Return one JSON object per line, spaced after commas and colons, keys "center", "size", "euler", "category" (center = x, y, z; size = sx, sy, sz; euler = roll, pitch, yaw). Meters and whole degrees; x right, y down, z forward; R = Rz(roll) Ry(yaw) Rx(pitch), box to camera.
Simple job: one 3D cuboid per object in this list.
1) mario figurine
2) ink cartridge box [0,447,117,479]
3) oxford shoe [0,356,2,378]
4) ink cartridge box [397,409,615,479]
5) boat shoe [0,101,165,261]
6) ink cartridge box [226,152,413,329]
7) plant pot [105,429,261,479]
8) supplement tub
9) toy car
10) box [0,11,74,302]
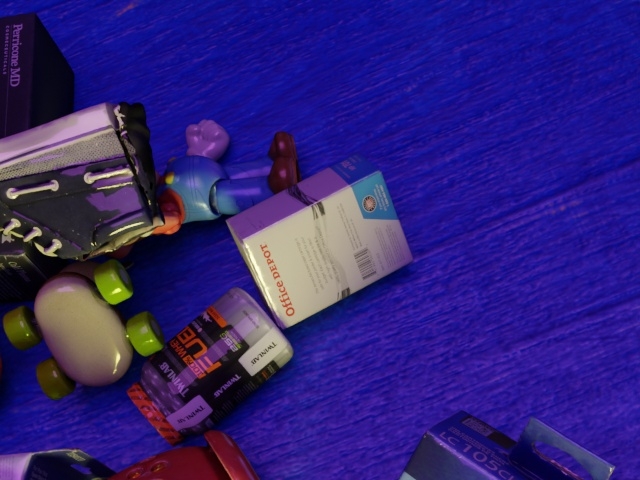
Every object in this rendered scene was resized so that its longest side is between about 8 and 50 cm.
{"center": [-0.188, -0.082, 1.714], "size": [0.320, 0.198, 0.170], "euler": [-11, 81, 0], "category": "mario figurine"}
{"center": [-0.359, 0.292, 1.579], "size": [0.223, 0.223, 0.045], "euler": [-6, 69, 8], "category": "ink cartridge box"}
{"center": [-0.476, 0.121, 1.624], "size": [0.132, 0.364, 0.130], "euler": [25, 37, 27], "category": "oxford shoe"}
{"center": [0.178, 0.368, 1.429], "size": [0.270, 0.151, 0.396], "euler": [31, 103, 18], "category": "ink cartridge box"}
{"center": [-0.344, -0.036, 1.570], "size": [0.340, 0.127, 0.158], "euler": [-19, 87, 12], "category": "boat shoe"}
{"center": [0.000, 0.000, 1.661], "size": [0.190, 0.140, 0.082], "euler": [-26, 29, -8], "category": "ink cartridge box"}
{"center": [-0.145, 0.323, 1.555], "size": [0.174, 0.191, 0.191], "euler": [-32, 68, -10], "category": "plant pot"}
{"center": [-0.137, 0.157, 1.653], "size": [0.190, 0.117, 0.117], "euler": [-41, 69, -8], "category": "supplement tub"}
{"center": [-0.286, 0.085, 1.683], "size": [0.155, 0.188, 0.149], "euler": [-26, 108, 7], "category": "toy car"}
{"center": [-0.500, -0.096, 1.767], "size": [0.312, 0.179, 0.343], "euler": [-4, 70, 7], "category": "box"}
